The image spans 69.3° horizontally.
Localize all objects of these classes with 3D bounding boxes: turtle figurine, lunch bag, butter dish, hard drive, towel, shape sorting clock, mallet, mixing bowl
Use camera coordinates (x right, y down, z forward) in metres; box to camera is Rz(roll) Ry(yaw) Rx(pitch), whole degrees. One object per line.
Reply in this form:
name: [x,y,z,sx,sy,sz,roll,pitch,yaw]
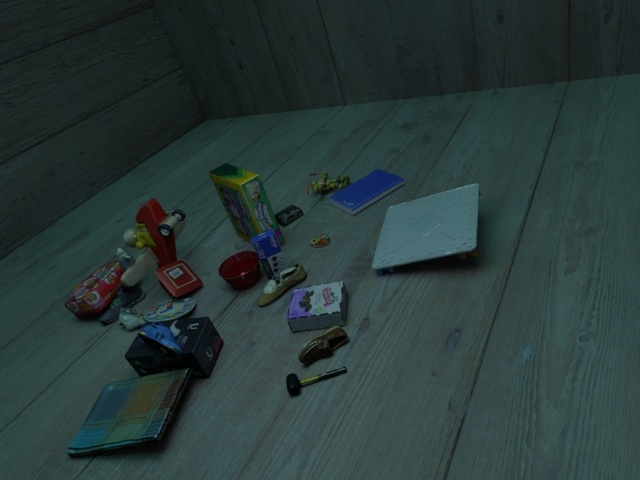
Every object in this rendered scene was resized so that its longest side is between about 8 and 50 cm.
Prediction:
turtle figurine: [0.035,-0.287,2.391,0.217,0.087,0.269,-3,27,14]
lunch bag: [-0.988,0.208,2.106,0.258,0.120,0.293,-18,27,32]
butter dish: [-0.625,0.186,2.005,0.160,0.118,0.160,46,38,12]
hard drive: [0.222,-0.243,2.268,0.319,0.040,0.210,-32,34,-19]
towel: [-0.609,0.541,1.483,0.370,0.040,0.271,-17,31,21]
shape sorting clock: [-0.615,0.280,1.893,0.206,0.040,0.206,-13,17,4]
mallet: [-0.015,0.414,1.419,0.190,0.039,0.062,-19,29,-8]
mixing bowl: [-0.323,0.135,1.936,0.181,0.098,0.181,-15,32,9]

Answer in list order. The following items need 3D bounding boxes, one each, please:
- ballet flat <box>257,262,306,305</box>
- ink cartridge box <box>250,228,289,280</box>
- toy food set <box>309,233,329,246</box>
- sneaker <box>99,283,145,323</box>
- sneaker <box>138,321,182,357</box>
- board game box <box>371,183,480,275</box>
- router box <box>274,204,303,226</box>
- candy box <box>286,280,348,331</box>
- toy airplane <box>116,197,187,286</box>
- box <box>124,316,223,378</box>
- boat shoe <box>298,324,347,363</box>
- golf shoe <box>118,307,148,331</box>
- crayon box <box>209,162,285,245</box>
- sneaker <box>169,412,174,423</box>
ballet flat: [-0.163,0.167,1.826,0.232,0.073,0.080,-35,35,-23]
ink cartridge box: [-0.202,0.061,1.880,0.097,0.207,0.046,-24,34,-7]
toy food set: [0.000,0.000,2.040,0.082,0.020,0.083,-38,36,-27]
sneaker: [-0.890,0.266,2.039,0.083,0.098,0.224,12,43,40]
sneaker: [-0.511,0.318,1.522,0.209,0.069,0.082,14,43,38]
board game box: [0.413,-0.043,1.771,0.390,0.050,0.390,-15,34,31]
router box: [-0.159,-0.124,2.294,0.122,0.038,0.092,-34,34,-21]
candy box: [-0.008,0.233,1.646,0.196,0.070,0.165,-11,33,14]
toy airplane: [-0.748,0.024,2.079,0.272,0.386,0.384,12,84,7]
box: [-0.506,0.381,1.619,0.270,0.143,0.165,-8,36,17]
boat shoe: [0.010,0.338,1.486,0.178,0.064,0.060,-30,32,-21]
golf shoe: [-0.761,0.340,1.913,0.176,0.069,0.086,14,85,24]
crayon box: [-0.336,-0.152,2.125,0.106,0.363,0.313,-36,36,-24]
sneaker: [-0.512,0.568,1.442,0.057,0.047,0.119,3,36,50]
